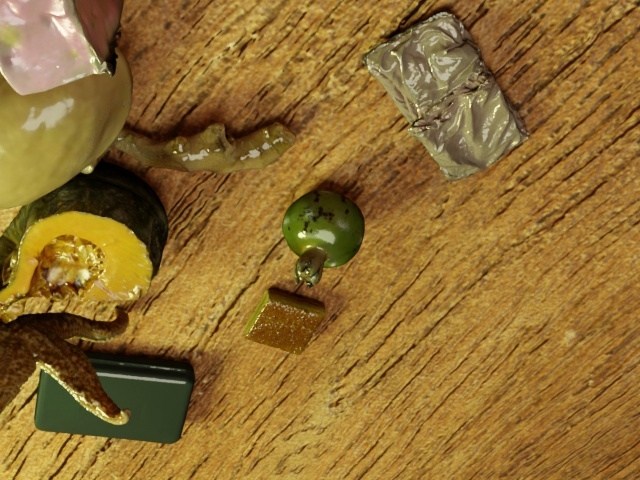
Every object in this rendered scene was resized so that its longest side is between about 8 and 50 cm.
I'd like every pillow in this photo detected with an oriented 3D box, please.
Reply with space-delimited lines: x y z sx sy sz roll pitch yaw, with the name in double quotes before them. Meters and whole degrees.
"pillow" 0.168 -0.178 1.695 0.135 0.049 0.248 -29 130 13

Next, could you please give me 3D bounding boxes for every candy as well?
"candy" -0.284 -0.292 1.410 0.116 0.265 0.155 -12 131 10

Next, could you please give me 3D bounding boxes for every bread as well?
"bread" -0.052 0.119 1.936 0.094 0.035 0.090 18 126 -19

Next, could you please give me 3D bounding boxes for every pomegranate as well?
"pomegranate" 0.000 0.000 1.772 0.115 0.142 0.114 13 146 9

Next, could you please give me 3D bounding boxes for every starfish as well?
"starfish" -0.413 0.152 1.786 0.375 0.327 0.094 -13 126 -38

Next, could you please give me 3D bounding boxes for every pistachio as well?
"pistachio" -0.348 -0.147 1.594 0.181 0.162 0.293 29 123 -35

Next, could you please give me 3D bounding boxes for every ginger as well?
"ginger" -0.174 -0.120 1.696 0.288 0.075 0.089 -1 152 -11

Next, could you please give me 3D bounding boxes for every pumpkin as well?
"pumpkin" -0.325 0.024 1.761 0.190 0.139 0.280 26 125 -22

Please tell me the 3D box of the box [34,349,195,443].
"box" -0.314 0.237 2.002 0.230 0.050 0.160 7 130 -12
